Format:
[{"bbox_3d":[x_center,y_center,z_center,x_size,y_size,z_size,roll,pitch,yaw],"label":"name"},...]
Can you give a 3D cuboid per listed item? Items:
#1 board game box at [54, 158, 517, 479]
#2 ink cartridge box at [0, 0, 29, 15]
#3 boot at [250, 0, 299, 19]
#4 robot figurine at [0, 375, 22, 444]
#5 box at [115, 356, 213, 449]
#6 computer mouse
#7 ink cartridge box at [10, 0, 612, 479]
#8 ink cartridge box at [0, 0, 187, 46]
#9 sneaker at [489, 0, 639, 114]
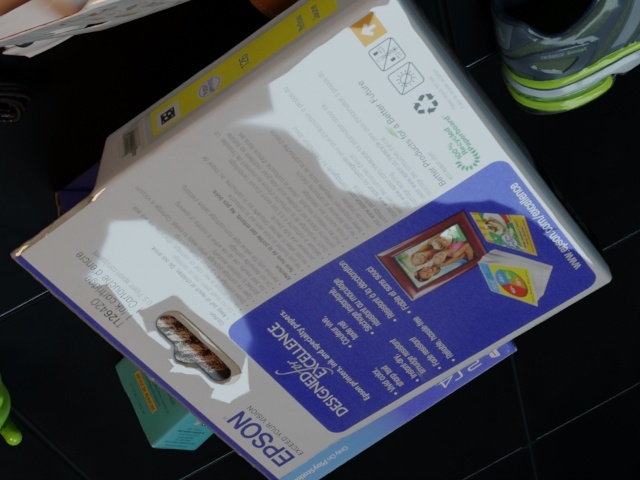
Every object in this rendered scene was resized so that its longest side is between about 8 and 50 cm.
[{"bbox_3d":[-0.026,0.024,1.182,0.232,0.141,0.291,-35,125,9],"label":"board game box"},{"bbox_3d":[-0.188,-0.227,0.795,0.160,0.092,0.219,-29,151,-4],"label":"ink cartridge box"},{"bbox_3d":[0.100,-0.229,1.035,0.283,0.109,0.220,-3,140,-35],"label":"boot"},{"bbox_3d":[-0.316,0.157,1.317,0.101,0.067,0.115,7,136,-34],"label":"robot figurine"},{"bbox_3d":[-0.080,0.085,1.385,0.244,0.100,0.060,-44,148,24],"label":"box"},{"bbox_3d":[-0.188,-0.146,0.978,0.193,0.042,0.106,-42,148,21],"label":"computer mouse"},{"bbox_3d":[0.000,0.000,1.042,0.307,0.072,0.303,-31,127,16],"label":"ink cartridge box"},{"bbox_3d":[-0.073,-0.173,0.875,0.232,0.066,0.189,-10,-172,19],"label":"ink cartridge box"},{"bbox_3d":[0.269,-0.221,1.215,0.300,0.111,0.121,-36,147,7],"label":"sneaker"}]
